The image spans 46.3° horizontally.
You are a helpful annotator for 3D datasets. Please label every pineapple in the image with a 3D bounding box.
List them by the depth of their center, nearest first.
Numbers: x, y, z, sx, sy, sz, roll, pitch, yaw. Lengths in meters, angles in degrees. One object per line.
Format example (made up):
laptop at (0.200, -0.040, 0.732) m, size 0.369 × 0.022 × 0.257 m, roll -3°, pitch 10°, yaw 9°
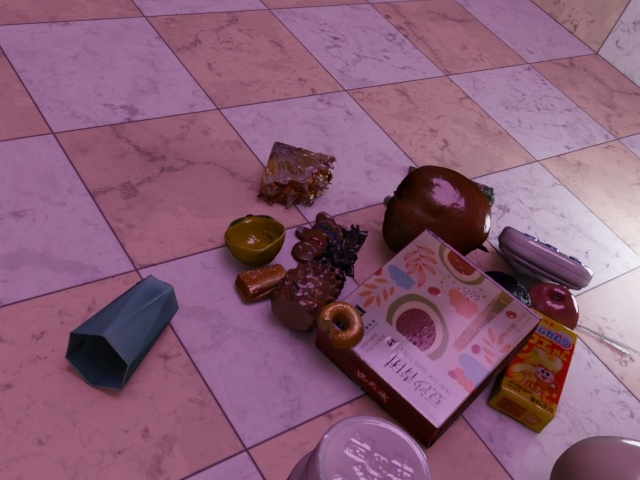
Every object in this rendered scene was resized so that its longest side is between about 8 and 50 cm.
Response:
pineapple at (0.010, 0.082, 1.770) m, size 0.141 × 0.170 × 0.310 m, roll 23°, pitch 48°, yaw 22°
pineapple at (-0.077, -0.184, 2.044) m, size 0.236 × 0.114 × 0.186 m, roll -12°, pitch 53°, yaw -29°

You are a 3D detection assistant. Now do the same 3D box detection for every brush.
brush at (0.406, -0.175, 2.298) m, size 0.282 × 0.048 × 0.054 m, roll 19°, pitch 39°, yaw -3°

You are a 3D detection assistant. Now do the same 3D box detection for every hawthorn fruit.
hawthorn fruit at (0.322, -0.054, 1.970) m, size 0.300 × 0.268 × 0.268 m, roll 26°, pitch 42°, yaw 2°

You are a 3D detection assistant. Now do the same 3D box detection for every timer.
timer at (0.613, 0.052, 2.060) m, size 0.262 × 0.087 × 0.237 m, roll 28°, pitch 7°, yaw 6°

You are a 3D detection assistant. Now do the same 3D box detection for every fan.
fan at (0.653, 0.205, 2.036) m, size 0.414 × 0.012 × 0.233 m, roll 23°, pitch 43°, yaw 1°

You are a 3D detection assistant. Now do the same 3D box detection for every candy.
candy at (0.513, 0.307, 1.796) m, size 0.146 × 0.088 × 0.276 m, roll 30°, pitch 48°, yaw 8°

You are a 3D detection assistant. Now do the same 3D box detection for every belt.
belt at (0.417, 0.153, 1.866) m, size 0.078 × 0.198 × 0.151 m, roll -25°, pitch 98°, yaw -41°

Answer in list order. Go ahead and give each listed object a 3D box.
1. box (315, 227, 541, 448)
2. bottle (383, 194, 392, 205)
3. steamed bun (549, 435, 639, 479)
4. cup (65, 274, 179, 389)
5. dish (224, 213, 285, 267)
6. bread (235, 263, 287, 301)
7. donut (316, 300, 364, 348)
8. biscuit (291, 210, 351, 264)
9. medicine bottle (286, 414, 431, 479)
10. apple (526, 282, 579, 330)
box at (0.244, 0.206, 1.699) m, size 0.344 × 0.122 × 0.385 m, roll 40°, pitch 59°, yaw 21°
bottle at (0.215, -0.094, 2.139) m, size 0.030 × 0.030 × 0.083 m, roll -19°, pitch 56°, yaw -37°
steamed bun at (0.619, 0.504, 1.480) m, size 0.324 × 0.324 × 0.206 m, roll 21°, pitch 74°, yaw -2°
cup at (-0.394, 0.178, 1.525) m, size 0.148 × 0.134 × 0.236 m, roll 4°, pitch 29°, yaw 18°
dish at (-0.157, 0.009, 1.816) m, size 0.148 × 0.080 × 0.208 m, roll -7°, pitch 26°, yaw -7°
bread at (-0.135, 0.100, 1.768) m, size 0.132 × 0.053 × 0.074 m, roll -16°, pitch 51°, yaw -35°
donut at (0.046, 0.175, 1.602) m, size 0.097 × 0.043 × 0.108 m, roll -33°, pitch 68°, yaw -24°
biscuit at (0.000, 0.000, 1.950) m, size 0.138 × 0.031 × 0.205 m, roll 37°, pitch 45°, yaw 14°
medicine bottle at (0.026, 0.463, 1.222) m, size 0.213 × 0.379 × 0.214 m, roll 12°, pitch 44°, yaw -12°
apple at (0.597, 0.179, 1.946) m, size 0.153 × 0.120 × 0.153 m, roll 9°, pitch 47°, yaw -9°
